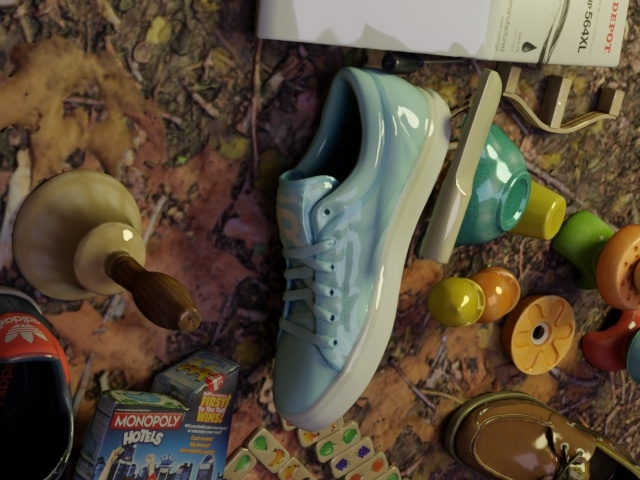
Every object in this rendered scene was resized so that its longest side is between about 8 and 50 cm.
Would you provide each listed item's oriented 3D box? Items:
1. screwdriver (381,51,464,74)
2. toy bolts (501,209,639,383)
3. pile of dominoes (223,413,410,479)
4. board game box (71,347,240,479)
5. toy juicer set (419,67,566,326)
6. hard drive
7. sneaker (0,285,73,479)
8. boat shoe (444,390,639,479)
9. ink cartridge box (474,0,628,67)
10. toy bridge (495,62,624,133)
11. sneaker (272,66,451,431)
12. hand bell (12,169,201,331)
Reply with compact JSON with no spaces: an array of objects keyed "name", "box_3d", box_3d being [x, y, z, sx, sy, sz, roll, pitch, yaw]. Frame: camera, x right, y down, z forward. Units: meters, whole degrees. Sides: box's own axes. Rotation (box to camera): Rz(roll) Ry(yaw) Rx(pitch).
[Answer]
[{"name":"screwdriver","box_3d":[0.107,-0.180,1.235,0.025,0.024,0.170,-39,167,26]},{"name":"toy bolts","box_3d":[0.358,0.112,1.444,0.218,0.158,0.228,-50,125,-9]},{"name":"pile of dominoes","box_3d":[-0.004,0.293,1.343,0.196,0.040,0.251,-47,125,-11]},{"name":"board game box","box_3d":[-0.159,0.198,1.177,0.194,0.060,0.194,16,92,-51]},{"name":"toy juicer set","box_3d":[0.147,-0.022,1.248,0.209,0.089,0.329,-62,151,-9]},{"name":"hard drive","box_3d":[0.071,-0.355,1.122,0.233,0.047,0.353,4,105,-11]},{"name":"sneaker","box_3d":[-0.285,0.223,1.068,0.131,0.148,0.350,-7,110,-31]},{"name":"boat shoe","box_3d":[0.290,0.262,1.483,0.307,0.104,0.111,16,97,-36]},{"name":"ink cartridge box","box_3d":[0.227,-0.264,1.277,0.203,0.086,0.148,-3,107,-32]},{"name":"toy bridge","box_3d":[0.265,-0.155,1.375,0.188,0.026,0.063,6,104,-34]},{"name":"sneaker","box_3d":[0.000,0.000,1.198,0.150,0.135,0.366,22,82,-35]},{"name":"hand bell","box_3d":[-0.161,0.027,1.025,0.126,0.242,0.126,-11,111,-30]}]
